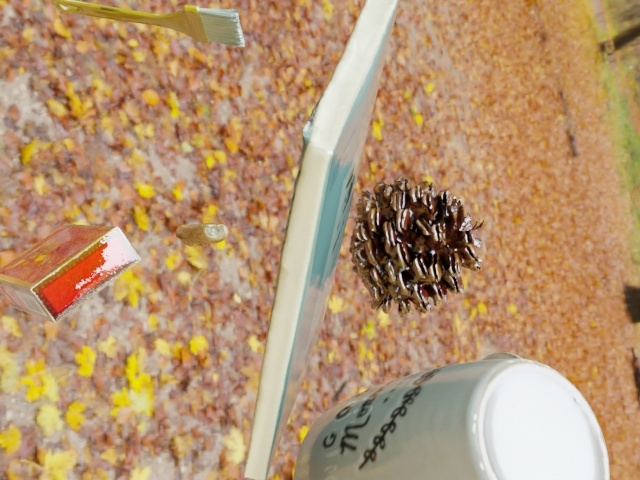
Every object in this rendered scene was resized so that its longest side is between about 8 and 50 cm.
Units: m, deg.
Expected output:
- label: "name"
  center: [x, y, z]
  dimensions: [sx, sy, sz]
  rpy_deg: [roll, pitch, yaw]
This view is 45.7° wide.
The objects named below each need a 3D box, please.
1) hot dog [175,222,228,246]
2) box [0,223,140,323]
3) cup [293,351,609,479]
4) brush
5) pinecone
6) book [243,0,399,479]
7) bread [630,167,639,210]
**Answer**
- label: "hot dog"
  center: [-0.146, -0.007, 0.900]
  dimensions: [0.044, 0.137, 0.028]
  rpy_deg: [-1, 92, -26]
- label: "box"
  center: [-0.391, 0.043, 1.150]
  dimensions: [0.153, 0.240, 0.074]
  rpy_deg: [-45, 116, -26]
- label: "cup"
  center: [0.130, 0.176, 0.665]
  dimensions: [0.186, 0.234, 0.258]
  rpy_deg: [47, 50, -1]
- label: "brush"
  center: [-0.186, -0.240, 0.815]
  dimensions: [0.083, 0.205, 0.011]
  rpy_deg: [99, -1, -82]
- label: "pinecone"
  center: [0.143, 0.009, 1.137]
  dimensions: [0.221, 0.222, 0.221]
  rpy_deg: [36, 48, -55]
- label: "book"
  center: [0.000, 0.000, 0.655]
  dimensions: [0.264, 0.031, 0.379]
  rpy_deg: [-70, 174, -49]
- label: "bread"
  center: [0.701, -0.084, 1.310]
  dimensions: [0.316, 0.316, 0.054]
  rpy_deg: [44, 51, -50]
